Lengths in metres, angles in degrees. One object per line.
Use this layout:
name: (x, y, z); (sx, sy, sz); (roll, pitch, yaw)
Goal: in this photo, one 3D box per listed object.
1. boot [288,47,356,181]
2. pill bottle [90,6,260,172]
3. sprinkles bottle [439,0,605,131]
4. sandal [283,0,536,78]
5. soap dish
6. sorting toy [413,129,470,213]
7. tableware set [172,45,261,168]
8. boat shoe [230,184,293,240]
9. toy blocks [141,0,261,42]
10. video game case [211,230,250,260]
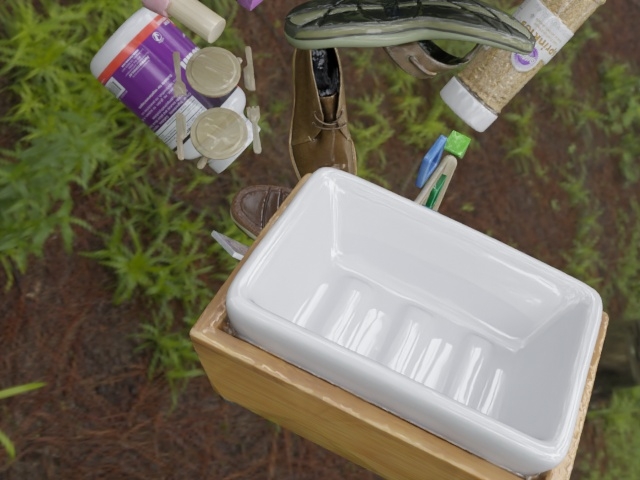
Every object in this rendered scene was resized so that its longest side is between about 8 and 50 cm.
boot: (0.003, -0.194, 1.662); (0.115, 0.112, 0.305); (-153, -124, -82)
pill bottle: (-0.273, -0.285, 1.936); (0.323, 0.181, 0.181); (43, 45, -12)
sprinkles bottle: (0.395, -0.381, 1.976); (0.121, 0.355, 0.121); (38, 18, -14)
sandal: (0.108, -0.244, 1.220); (0.120, 0.302, 0.086); (-85, 174, -59)
soap dish: (0.069, 0.082, 0.801); (0.291, 0.118, 0.229); (26, 41, 6)
sorting toy: (0.157, -0.020, 1.580); (0.047, 0.348, 0.196); (29, 38, 13)
tableware set: (-0.160, -0.208, 1.547); (0.039, 0.128, 0.194); (97, -12, -69)
boat shoe: (-0.002, 0.007, 1.362); (0.257, 0.095, 0.095); (21, 62, 2)
toy blocks: (-0.163, -0.509, 1.463); (0.260, 0.288, 0.309); (36, 55, 10)
video game case: (-0.131, 0.025, 1.786); (0.122, 0.087, 0.011); (27, 99, -42)
